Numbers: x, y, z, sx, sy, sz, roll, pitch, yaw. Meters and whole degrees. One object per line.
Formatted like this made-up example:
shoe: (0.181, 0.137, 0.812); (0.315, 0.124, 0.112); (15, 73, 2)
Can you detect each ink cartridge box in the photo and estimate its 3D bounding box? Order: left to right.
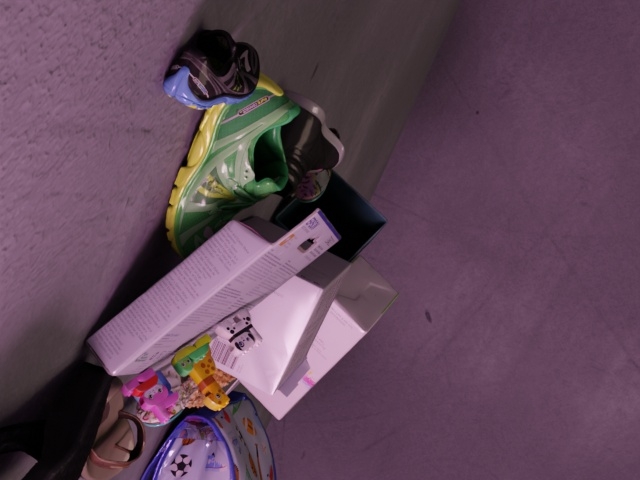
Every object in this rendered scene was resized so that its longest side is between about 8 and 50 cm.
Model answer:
ink cartridge box: (-0.130, 0.058, 1.408); (0.330, 0.071, 0.324); (-40, 171, 0)
ink cartridge box: (-0.023, 0.210, 2.018); (0.353, 0.119, 0.207); (-47, 176, 29)

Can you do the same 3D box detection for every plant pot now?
plant pot: (0.000, 0.000, 2.136); (0.166, 0.165, 0.234); (-45, 173, -24)

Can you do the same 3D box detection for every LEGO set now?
LEGO set: (-0.170, 0.197, 1.432); (0.227, 0.093, 0.087); (-32, 170, -40)

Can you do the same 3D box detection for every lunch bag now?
lunch bag: (-0.222, 0.517, 2.111); (0.328, 0.238, 0.386); (-7, 100, -80)

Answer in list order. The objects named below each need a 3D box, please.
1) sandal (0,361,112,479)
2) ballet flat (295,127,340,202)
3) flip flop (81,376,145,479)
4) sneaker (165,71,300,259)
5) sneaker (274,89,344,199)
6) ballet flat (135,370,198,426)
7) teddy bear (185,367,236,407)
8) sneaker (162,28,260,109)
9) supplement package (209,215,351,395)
sandal: (-0.329, 0.263, 1.118); (0.446, 0.107, 0.168); (-88, -164, -76)
ballet flat: (-0.008, -0.158, 2.012); (0.221, 0.076, 0.079); (-61, 156, -55)
flip flop: (-0.289, 0.277, 1.461); (0.112, 0.080, 0.277); (-59, 171, -33)
sneaker: (-0.112, -0.074, 1.313); (0.109, 0.123, 0.296); (-53, 170, -53)
sneaker: (-0.044, -0.134, 1.709); (0.147, 0.104, 0.296); (-61, 166, -6)
ballet flat: (-0.244, 0.227, 1.685); (0.241, 0.091, 0.077); (-52, 136, -75)
teddy bear: (-0.155, 0.195, 2.005); (0.245, 0.113, 0.338); (-64, 173, 22)
sneaker: (-0.108, -0.197, 1.151); (0.078, 0.067, 0.188); (-60, 172, 24)
supplement package: (-0.095, 0.100, 1.735); (0.198, 0.199, 0.262); (-65, 173, 12)
